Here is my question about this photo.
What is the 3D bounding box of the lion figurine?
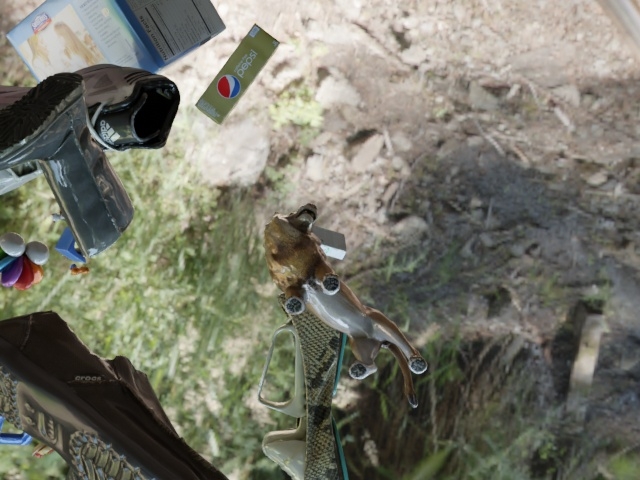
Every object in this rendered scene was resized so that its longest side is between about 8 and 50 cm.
[{"bbox_3d":[0.037,0.118,1.448,0.392,0.142,0.240,52,-176,-14],"label":"lion figurine"}]

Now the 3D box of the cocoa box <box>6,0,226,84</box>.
[{"bbox_3d":[-0.415,-0.421,1.618,0.347,0.228,0.231,-17,112,42],"label":"cocoa box"}]

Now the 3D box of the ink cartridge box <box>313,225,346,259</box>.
[{"bbox_3d":[0.000,0.000,1.813,0.115,0.063,0.029,16,126,-16],"label":"ink cartridge box"}]

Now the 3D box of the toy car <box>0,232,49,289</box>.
[{"bbox_3d":[-0.869,0.075,2.274,0.159,0.136,0.182,-35,144,23],"label":"toy car"}]

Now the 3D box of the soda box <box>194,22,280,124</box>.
[{"bbox_3d":[-0.148,-0.293,1.424,0.058,0.181,0.061,37,-179,-8],"label":"soda box"}]

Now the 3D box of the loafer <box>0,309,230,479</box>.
[{"bbox_3d":[-0.219,0.186,0.867,0.366,0.130,0.134,36,135,11],"label":"loafer"}]

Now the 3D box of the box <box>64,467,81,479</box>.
[{"bbox_3d":[-0.375,0.575,1.602,0.242,0.077,0.307,20,-172,-29],"label":"box"}]

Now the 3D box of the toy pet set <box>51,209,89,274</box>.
[{"bbox_3d":[-0.444,0.012,1.407,0.114,0.122,0.065,8,-159,43],"label":"toy pet set"}]

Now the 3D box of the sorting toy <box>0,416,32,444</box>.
[{"bbox_3d":[-0.578,0.242,1.121,0.347,0.196,0.047,-3,-151,-25],"label":"sorting toy"}]

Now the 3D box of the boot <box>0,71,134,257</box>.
[{"bbox_3d":[-0.304,-0.065,0.929,0.076,0.190,0.208,18,134,23],"label":"boot"}]

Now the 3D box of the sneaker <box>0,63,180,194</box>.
[{"bbox_3d":[-0.419,-0.183,1.275,0.257,0.447,0.169,8,124,47],"label":"sneaker"}]

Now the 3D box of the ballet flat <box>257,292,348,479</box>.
[{"bbox_3d":[-0.035,0.324,1.572,0.182,0.483,0.164,-3,-174,-12],"label":"ballet flat"}]

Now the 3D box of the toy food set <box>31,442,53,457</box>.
[{"bbox_3d":[-0.424,0.321,1.284,0.020,0.082,0.083,53,132,4],"label":"toy food set"}]
